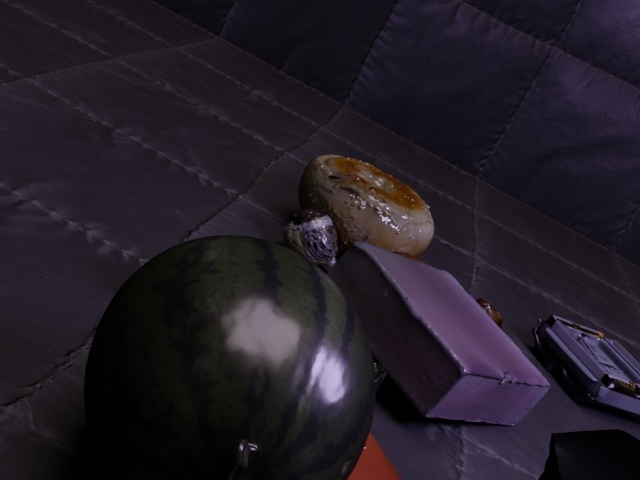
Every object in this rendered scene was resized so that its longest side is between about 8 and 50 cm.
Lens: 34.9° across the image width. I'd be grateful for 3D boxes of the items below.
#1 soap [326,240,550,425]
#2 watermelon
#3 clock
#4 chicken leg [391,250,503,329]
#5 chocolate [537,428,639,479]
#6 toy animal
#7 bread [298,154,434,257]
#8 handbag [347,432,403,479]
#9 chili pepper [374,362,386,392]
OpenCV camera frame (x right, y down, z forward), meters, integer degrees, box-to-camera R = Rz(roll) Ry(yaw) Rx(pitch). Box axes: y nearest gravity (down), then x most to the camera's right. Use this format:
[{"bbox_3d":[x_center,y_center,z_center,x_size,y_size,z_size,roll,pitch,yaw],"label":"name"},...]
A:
[{"bbox_3d":[0.180,0.143,1.562,0.296,0.107,0.285,20,26,-51],"label":"soap"},{"bbox_3d":[-0.087,0.142,0.977,0.279,0.279,0.359,24,20,-16],"label":"watermelon"},{"bbox_3d":[0.532,0.249,1.958,0.186,0.083,0.253,20,19,-26],"label":"clock"},{"bbox_3d":[0.225,0.111,1.895,0.304,0.093,0.113,28,33,-29],"label":"chicken leg"},{"bbox_3d":[0.322,0.365,1.125,0.284,0.186,0.283,27,26,-14],"label":"chocolate"},{"bbox_3d":[0.000,0.000,1.826,0.137,0.098,0.098,32,17,10],"label":"toy animal"},{"bbox_3d":[0.081,-0.053,1.997,0.306,0.158,0.305,29,16,-9],"label":"bread"},{"bbox_3d":[0.033,0.275,1.149,0.127,0.062,0.190,15,24,-36],"label":"handbag"},{"bbox_3d":[-0.039,0.169,1.242,0.265,0.148,0.116,20,45,-31],"label":"chili pepper"}]
